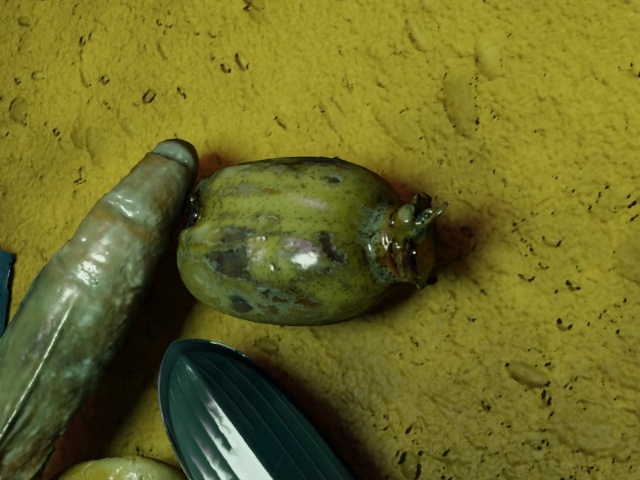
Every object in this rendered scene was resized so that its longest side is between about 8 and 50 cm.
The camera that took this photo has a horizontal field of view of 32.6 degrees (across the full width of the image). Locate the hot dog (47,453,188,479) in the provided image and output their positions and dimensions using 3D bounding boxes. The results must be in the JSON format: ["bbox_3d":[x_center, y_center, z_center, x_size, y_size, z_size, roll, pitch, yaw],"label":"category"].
[{"bbox_3d":[-0.230,0.256,1.007,0.242,0.084,0.073,-34,60,17],"label":"hot dog"}]

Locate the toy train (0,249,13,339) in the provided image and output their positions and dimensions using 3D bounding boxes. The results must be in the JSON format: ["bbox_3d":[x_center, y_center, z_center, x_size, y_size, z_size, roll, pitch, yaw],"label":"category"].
[{"bbox_3d":[-0.365,0.123,1.140,0.052,0.051,0.234,-7,71,31],"label":"toy train"}]

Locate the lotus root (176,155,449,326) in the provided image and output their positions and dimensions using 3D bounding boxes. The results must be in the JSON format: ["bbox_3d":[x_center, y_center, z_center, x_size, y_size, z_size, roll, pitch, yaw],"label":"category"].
[{"bbox_3d":[0.001,0.002,0.924,0.278,0.154,0.154,-2,73,33],"label":"lotus root"}]

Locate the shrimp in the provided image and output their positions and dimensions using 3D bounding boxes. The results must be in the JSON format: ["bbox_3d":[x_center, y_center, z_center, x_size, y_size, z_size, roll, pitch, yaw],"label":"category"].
[{"bbox_3d":[-0.239,0.094,0.988,0.110,0.221,0.445,33,77,-9],"label":"shrimp"}]

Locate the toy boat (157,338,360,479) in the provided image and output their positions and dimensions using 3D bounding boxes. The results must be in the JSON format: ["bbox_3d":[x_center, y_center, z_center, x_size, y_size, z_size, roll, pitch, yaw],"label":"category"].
[{"bbox_3d":[-0.038,0.197,0.895,0.114,0.122,0.296,-36,70,-11],"label":"toy boat"}]
